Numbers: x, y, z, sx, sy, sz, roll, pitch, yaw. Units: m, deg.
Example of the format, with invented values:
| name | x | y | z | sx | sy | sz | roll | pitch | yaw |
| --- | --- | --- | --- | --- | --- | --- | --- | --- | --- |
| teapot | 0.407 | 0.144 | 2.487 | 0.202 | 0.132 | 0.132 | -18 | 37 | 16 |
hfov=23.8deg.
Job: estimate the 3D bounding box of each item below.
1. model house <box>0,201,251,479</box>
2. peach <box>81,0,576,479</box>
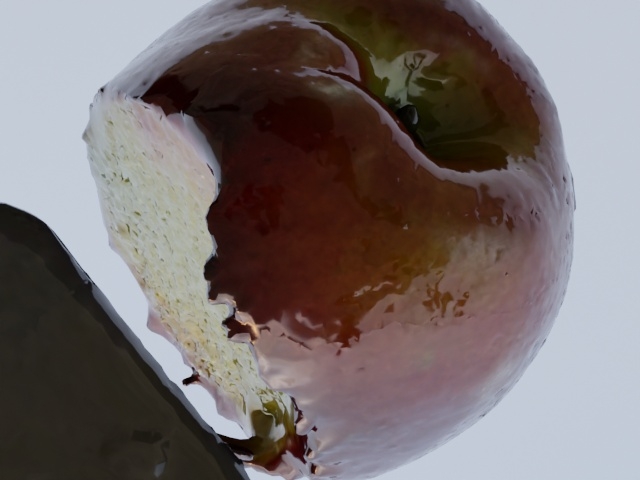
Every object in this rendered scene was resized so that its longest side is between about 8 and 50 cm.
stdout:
| name | x | y | z | sx | sy | sz | roll | pitch | yaw |
| --- | --- | --- | --- | --- | --- | --- | --- | --- | --- |
| model house | -0.113 | 0.077 | 0.438 | 0.122 | 0.188 | 0.229 | -42 | -86 | -28 |
| peach | 0.016 | -0.013 | 1.056 | 0.310 | 0.406 | 0.335 | -22 | -113 | -17 |
